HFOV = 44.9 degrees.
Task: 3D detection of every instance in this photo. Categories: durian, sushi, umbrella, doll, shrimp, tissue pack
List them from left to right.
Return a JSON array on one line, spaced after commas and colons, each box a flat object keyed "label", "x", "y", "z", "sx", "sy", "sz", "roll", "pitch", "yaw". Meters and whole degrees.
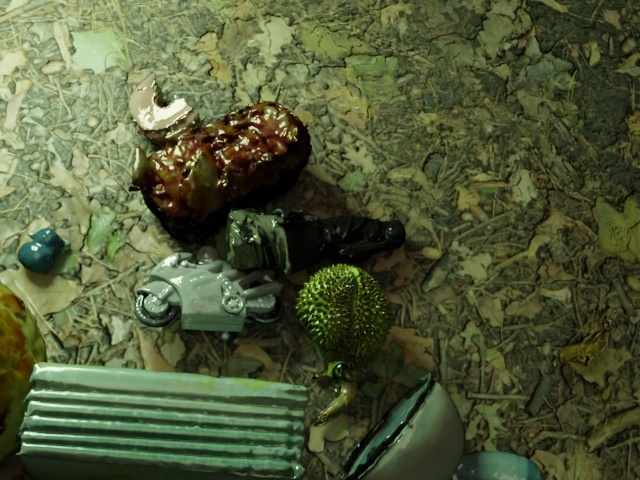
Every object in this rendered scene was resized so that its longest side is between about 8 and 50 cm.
[{"label": "doll", "x": -0.496, "y": 0.015, "z": 1.369, "sx": 0.076, "sy": 0.050, "sz": 0.083, "roll": 27, "pitch": 68, "yaw": 7}, {"label": "tissue pack", "x": -0.225, "y": 0.301, "z": 1.168, "sx": 0.388, "sy": 0.287, "sz": 0.162, "roll": 6, "pitch": 63, "yaw": -7}, {"label": "sushi", "x": -0.188, "y": -0.138, "z": 1.412, "sx": 0.343, "sy": 0.182, "sz": 0.196, "roll": -30, "pitch": 69, "yaw": -22}, {"label": "umbrella", "x": 0.001, "y": -0.005, "z": 1.398, "sx": 0.358, "sy": 0.106, "sz": 0.113, "roll": -2, "pitch": 101, "yaw": -25}, {"label": "shrimp", "x": 0.011, "y": 0.273, "z": 1.363, "sx": 0.083, "sy": 0.023, "sz": 0.114, "roll": 41, "pitch": 62, "yaw": 11}, {"label": "durian", "x": 0.047, "y": 0.135, "z": 1.361, "sx": 0.159, "sy": 0.146, "sz": 0.198, "roll": -26, "pitch": 94, "yaw": -9}]

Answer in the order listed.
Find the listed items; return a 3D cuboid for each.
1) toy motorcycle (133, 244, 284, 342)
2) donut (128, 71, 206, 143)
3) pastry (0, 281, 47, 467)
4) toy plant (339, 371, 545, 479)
[{"label": "toy motorcycle", "x": -0.195, "y": 0.081, "z": 1.366, "sx": 0.260, "sy": 0.110, "sz": 0.170, "roll": 1, "pitch": 56, "yaw": -15}, {"label": "donut", "x": -0.304, "y": -0.236, "z": 1.477, "sx": 0.117, "sy": 0.065, "sz": 0.166, "roll": -46, "pitch": 60, "yaw": -6}, {"label": "pastry", "x": -0.599, "y": 0.196, "z": 1.136, "sx": 0.389, "sy": 0.312, "sz": 0.388, "roll": 2, "pitch": 65, "yaw": -5}, {"label": "toy plant", "x": 0.218, "y": 0.409, "z": 1.242, "sx": 0.332, "sy": 0.247, "sz": 0.247, "roll": 43, "pitch": 68, "yaw": 4}]
